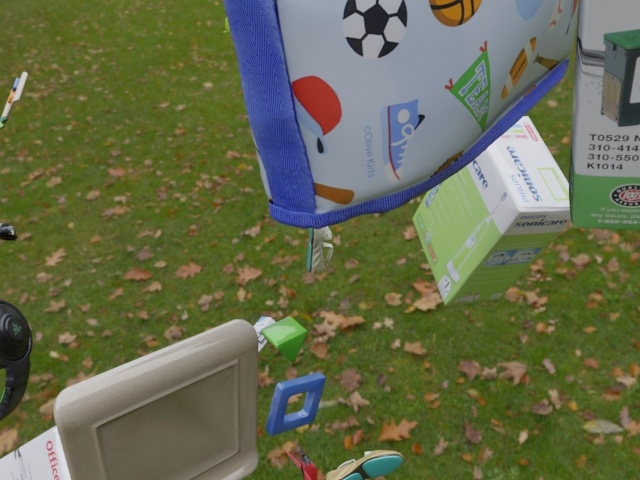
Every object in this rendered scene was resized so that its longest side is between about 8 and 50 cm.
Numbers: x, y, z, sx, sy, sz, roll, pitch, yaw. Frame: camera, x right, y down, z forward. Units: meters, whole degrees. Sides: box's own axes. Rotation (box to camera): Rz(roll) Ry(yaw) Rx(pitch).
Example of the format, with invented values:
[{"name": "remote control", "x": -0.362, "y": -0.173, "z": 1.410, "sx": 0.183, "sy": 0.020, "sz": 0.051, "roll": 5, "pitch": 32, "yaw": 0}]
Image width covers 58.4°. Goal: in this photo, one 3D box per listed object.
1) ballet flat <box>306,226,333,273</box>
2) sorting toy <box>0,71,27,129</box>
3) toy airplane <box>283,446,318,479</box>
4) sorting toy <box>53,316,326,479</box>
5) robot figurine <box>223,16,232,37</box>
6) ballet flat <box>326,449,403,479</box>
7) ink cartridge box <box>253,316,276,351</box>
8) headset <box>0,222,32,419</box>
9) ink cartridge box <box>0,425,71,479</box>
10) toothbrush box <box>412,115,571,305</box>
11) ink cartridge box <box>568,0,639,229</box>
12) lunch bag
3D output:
[{"name": "ballet flat", "x": 0.000, "y": 0.000, "z": 1.175, "sx": 0.052, "sy": 0.168, "sz": 0.057, "roll": -2, "pitch": 43, "yaw": -7}, {"name": "sorting toy", "x": -0.455, "y": -0.203, "z": 0.839, "sx": 0.062, "sy": 0.012, "sz": 0.083, "roll": -28, "pitch": 50, "yaw": 40}, {"name": "toy airplane", "x": -0.011, "y": 0.416, "z": 0.974, "sx": 0.028, "sy": 0.151, "sz": 0.151, "roll": -24, "pitch": 34, "yaw": -22}, {"name": "sorting toy", "x": -0.145, "y": 0.178, "z": 0.537, "sx": 0.348, "sy": 0.196, "sz": 0.047, "roll": -19, "pitch": 36, "yaw": -33}, {"name": "robot figurine", "x": -0.136, "y": -0.428, "z": 1.095, "sx": 0.115, "sy": 0.101, "sz": 0.067, "roll": -54, "pitch": 36, "yaw": -2}, {"name": "ballet flat", "x": 0.114, "y": 0.622, "z": 1.577, "sx": 0.232, "sy": 0.080, "sz": 0.073, "roll": -27, "pitch": 26, "yaw": 4}, {"name": "ink cartridge box", "x": -0.125, "y": 0.193, "z": 1.142, "sx": 0.083, "sy": 0.028, "sz": 0.048, "roll": -49, "pitch": 18, "yaw": -23}, {"name": "headset", "x": -0.660, "y": 0.163, "z": 1.092, "sx": 0.244, "sy": 0.394, "sz": 0.185, "roll": 8, "pitch": 6, "yaw": 5}, {"name": "ink cartridge box", "x": -0.458, "y": 0.427, "z": 0.944, "sx": 0.237, "sy": 0.100, "sz": 0.172, "roll": -32, "pitch": 69, "yaw": 15}, {"name": "toothbrush box", "x": 0.288, "y": -0.045, "z": 1.003, "sx": 0.122, "sy": 0.283, "sz": 0.206, "roll": -4, "pitch": 55, "yaw": -16}, {"name": "ink cartridge box", "x": 0.225, "y": -0.110, "z": 0.312, "sx": 0.160, "sy": 0.219, "sz": 0.092, "roll": 2, "pitch": 50, "yaw": 23}, {"name": "lunch bag", "x": 0.060, "y": -0.235, "z": 0.461, "sx": 0.239, "sy": 0.327, "sz": 0.385, "roll": 18, "pitch": 45, "yaw": 32}]
